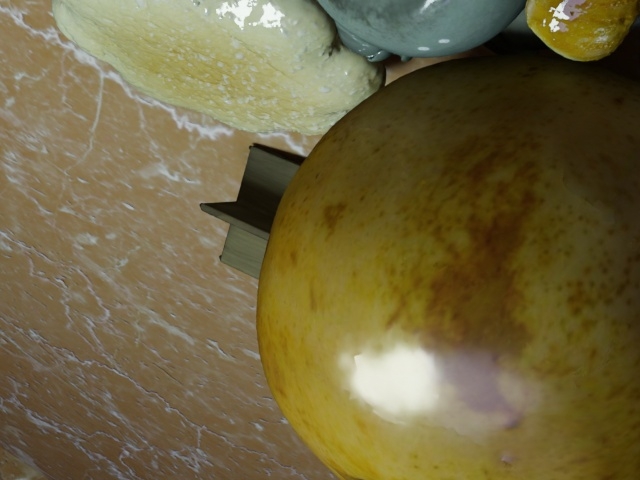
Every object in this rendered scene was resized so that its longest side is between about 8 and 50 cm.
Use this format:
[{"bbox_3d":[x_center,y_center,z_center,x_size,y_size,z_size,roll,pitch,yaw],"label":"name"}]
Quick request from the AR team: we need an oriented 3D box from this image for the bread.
[{"bbox_3d":[-0.094,-0.167,0.992,0.316,0.054,0.316,17,164,5],"label":"bread"}]

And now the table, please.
[{"bbox_3d":[0.000,0.000,1.161,0.227,0.167,0.167,24,149,26],"label":"table"}]

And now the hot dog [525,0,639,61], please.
[{"bbox_3d":[0.203,-0.228,0.649,0.088,0.061,0.285,11,127,-9],"label":"hot dog"}]

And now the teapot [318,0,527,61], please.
[{"bbox_3d":[0.072,-0.224,0.764,0.193,0.129,0.294,43,136,19],"label":"teapot"}]

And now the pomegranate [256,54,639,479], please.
[{"bbox_3d":[0.159,0.047,0.860,0.417,0.416,0.416,21,148,14],"label":"pomegranate"}]

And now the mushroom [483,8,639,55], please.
[{"bbox_3d":[0.243,-0.184,0.747,0.351,0.097,0.109,1,141,44],"label":"mushroom"}]
